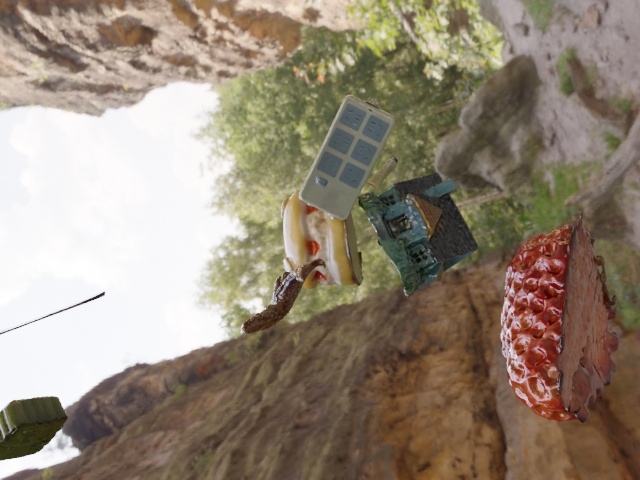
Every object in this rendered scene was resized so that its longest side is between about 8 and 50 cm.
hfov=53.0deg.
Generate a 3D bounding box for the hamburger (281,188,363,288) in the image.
[{"bbox_3d":[0.000,0.000,1.630,0.302,0.186,0.261,43,-140,-73],"label":"hamburger"}]

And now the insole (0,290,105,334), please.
[{"bbox_3d":[-0.638,0.175,1.452,0.110,0.309,0.012,178,71,-80],"label":"insole"}]

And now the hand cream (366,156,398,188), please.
[{"bbox_3d":[0.152,-0.165,1.561,0.035,0.102,0.022,33,156,21],"label":"hand cream"}]

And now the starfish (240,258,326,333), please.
[{"bbox_3d":[-0.075,0.110,1.081,0.057,0.213,0.238,38,-144,-1],"label":"starfish"}]

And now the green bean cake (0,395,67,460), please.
[{"bbox_3d":[-0.940,0.594,2.042,0.113,0.200,0.214,49,-165,26],"label":"green bean cake"}]

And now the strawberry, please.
[{"bbox_3d":[0.326,0.134,0.919,0.253,0.150,0.280,44,-127,-41],"label":"strawberry"}]

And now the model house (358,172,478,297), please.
[{"bbox_3d":[0.254,-0.028,1.562,0.261,0.241,0.226,65,-177,18],"label":"model house"}]

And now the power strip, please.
[{"bbox_3d":[0.054,-0.171,1.349,0.046,0.117,0.271,-78,14,-72],"label":"power strip"}]
